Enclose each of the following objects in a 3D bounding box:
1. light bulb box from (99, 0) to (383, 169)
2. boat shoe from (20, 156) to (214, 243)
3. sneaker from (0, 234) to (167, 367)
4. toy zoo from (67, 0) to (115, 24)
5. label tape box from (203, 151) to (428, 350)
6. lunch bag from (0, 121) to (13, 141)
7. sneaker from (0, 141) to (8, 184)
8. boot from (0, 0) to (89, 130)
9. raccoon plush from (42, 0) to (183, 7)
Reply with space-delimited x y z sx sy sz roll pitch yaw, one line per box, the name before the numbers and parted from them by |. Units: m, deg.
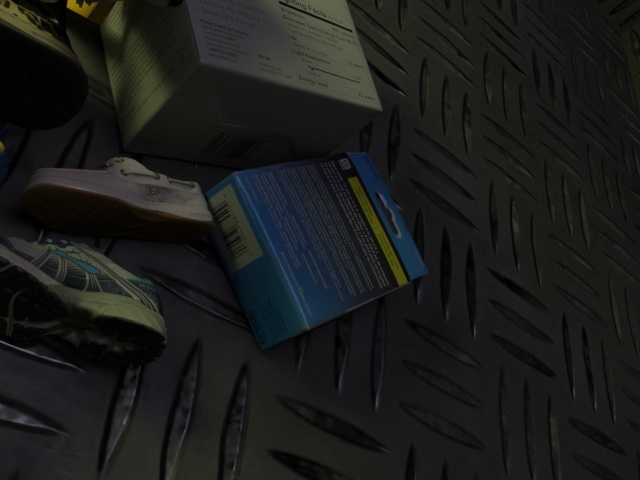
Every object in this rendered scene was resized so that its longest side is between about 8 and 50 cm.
light bulb box | -0.136 -0.325 1.148 0.357 0.225 0.361 5 61 -44
boat shoe | -0.263 -0.062 0.959 0.277 0.098 0.096 13 56 -51
sneaker | -0.311 0.051 0.851 0.283 0.110 0.122 31 29 -32
toy zoo | -0.313 -0.436 1.014 0.192 0.293 0.030 43 15 22
label tape box | 0.000 0.000 1.174 0.347 0.115 0.249 -17 79 -52
lunch bag | -0.424 -0.169 0.860 0.128 0.096 0.151 34 51 -17
sneaker | -0.380 0.020 0.654 0.296 0.111 0.131 -57 138 -43
boot | -0.417 -0.300 0.766 0.377 0.138 0.284 29 27 -36
raccoon plush | -0.320 -0.403 0.798 0.446 0.216 0.299 27 26 1
